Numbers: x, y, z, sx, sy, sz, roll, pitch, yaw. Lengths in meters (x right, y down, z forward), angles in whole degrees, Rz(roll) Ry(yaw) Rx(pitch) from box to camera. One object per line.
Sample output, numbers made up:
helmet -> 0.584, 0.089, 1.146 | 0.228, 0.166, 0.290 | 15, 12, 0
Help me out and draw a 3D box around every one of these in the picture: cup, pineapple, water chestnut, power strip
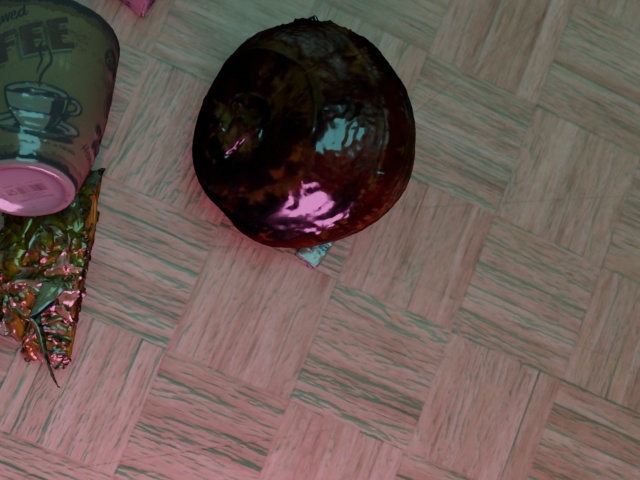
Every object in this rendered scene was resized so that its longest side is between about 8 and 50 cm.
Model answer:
cup -> -0.433, -0.166, 1.807 | 0.301, 0.227, 0.257 | -14, 55, 23
pineapple -> -0.398, 0.028, 1.842 | 0.161, 0.158, 0.334 | 14, 81, -12
water chestnut -> -0.012, -0.148, 1.924 | 0.302, 0.351, 0.350 | 23, 74, -53
power strip -> 0.000, 0.000, 2.021 | 0.040, 0.016, 0.090 | 37, 76, -8

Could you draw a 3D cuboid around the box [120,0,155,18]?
box -> -0.332, -0.457, 1.891 | 0.274, 0.221, 0.091 | 37, 79, -5
